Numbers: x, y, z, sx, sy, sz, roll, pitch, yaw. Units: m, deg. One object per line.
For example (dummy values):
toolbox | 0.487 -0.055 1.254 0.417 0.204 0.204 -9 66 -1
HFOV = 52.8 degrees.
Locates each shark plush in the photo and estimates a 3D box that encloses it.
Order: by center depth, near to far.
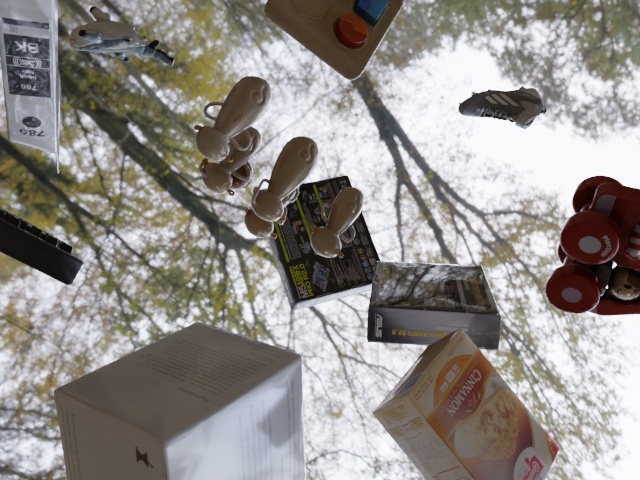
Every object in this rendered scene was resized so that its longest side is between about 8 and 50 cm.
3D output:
shark plush | -0.319 -0.319 1.041 0.067 0.161 0.073 120 -33 -49

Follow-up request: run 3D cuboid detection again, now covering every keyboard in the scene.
keyboard | -0.324 -0.055 0.476 0.033 0.317 0.202 -59 -152 -4

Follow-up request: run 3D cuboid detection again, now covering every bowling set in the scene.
bowling set | -0.093 -0.074 0.948 0.200 0.287 0.154 -21 -149 48

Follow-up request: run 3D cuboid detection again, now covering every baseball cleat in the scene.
baseball cleat | 0.435 -0.310 1.526 0.206 0.072 0.109 -13 -118 -5

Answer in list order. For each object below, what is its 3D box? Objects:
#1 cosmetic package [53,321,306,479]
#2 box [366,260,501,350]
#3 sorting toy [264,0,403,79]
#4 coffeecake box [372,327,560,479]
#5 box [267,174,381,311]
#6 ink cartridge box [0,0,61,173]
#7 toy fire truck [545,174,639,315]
cosmetic package | -0.128 0.192 0.624 0.152 0.151 0.184 11 -160 35
box | 0.169 0.093 0.992 0.183 0.056 0.231 3 -164 6
sorting toy | -0.004 -0.468 1.189 0.229 0.307 0.041 -60 -167 -24
coffeecake box | 0.171 0.220 0.742 0.142 0.185 0.068 -37 177 -46
box | 0.000 0.000 1.429 0.217 0.060 0.269 -14 -109 -19
ink cartridge box | -0.347 -0.240 0.775 0.332 0.065 0.165 120 -37 -54
toy fire truck | 0.580 0.032 1.213 0.254 0.302 0.169 17 -139 21
